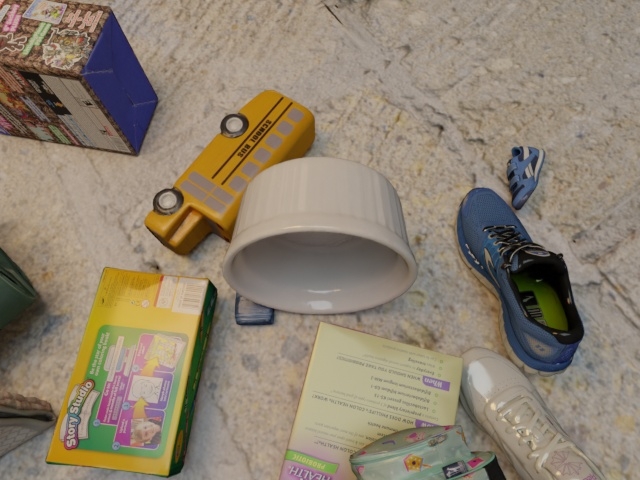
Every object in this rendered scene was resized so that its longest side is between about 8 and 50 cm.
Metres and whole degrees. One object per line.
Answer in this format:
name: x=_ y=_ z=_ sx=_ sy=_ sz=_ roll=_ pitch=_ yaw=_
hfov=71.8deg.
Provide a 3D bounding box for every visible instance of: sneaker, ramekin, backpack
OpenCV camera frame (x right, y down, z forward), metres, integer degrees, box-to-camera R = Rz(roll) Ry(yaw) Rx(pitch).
sneaker: x=0.314 y=0.280 z=0.621 sx=0.114 sy=0.152 sz=0.305 roll=-30 pitch=71 yaw=-10
sneaker: x=0.372 y=-0.119 z=0.824 sx=0.059 sy=0.053 sz=0.144 roll=22 pitch=63 yaw=7
ramekin: x=0.000 y=0.000 z=0.666 sx=0.278 sy=0.277 sz=0.135 roll=1 pitch=60 yaw=0
backpack: x=0.098 y=0.289 z=0.484 sx=0.189 sy=0.166 sz=0.144 roll=-23 pitch=70 yaw=-12
sneaker: x=0.322 y=0.035 z=0.703 sx=0.130 sy=0.147 sz=0.329 roll=-12 pitch=56 yaw=-5

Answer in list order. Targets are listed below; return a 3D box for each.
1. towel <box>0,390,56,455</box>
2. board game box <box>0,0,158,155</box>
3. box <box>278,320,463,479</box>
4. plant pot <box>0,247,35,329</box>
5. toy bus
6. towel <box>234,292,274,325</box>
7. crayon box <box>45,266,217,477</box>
towel: x=-0.549 y=0.287 z=0.523 sx=0.317 sy=0.331 sz=0.053 roll=-35 pitch=67 yaw=-13
board game box: x=-0.486 y=-0.292 z=0.791 sx=0.291 sy=0.232 sz=0.141 roll=10 pitch=69 yaw=3
box: x=0.071 y=0.268 z=0.644 sx=0.214 sy=0.117 sz=0.242 roll=13 pitch=69 yaw=5
plant pot: x=-0.635 y=0.098 z=0.613 sx=0.341 sy=0.341 sz=0.334 roll=43 pitch=67 yaw=14
toy bus: x=-0.153 y=-0.113 z=0.792 sx=0.130 sy=0.108 sz=0.332 roll=32 pitch=72 yaw=9
towel: x=-0.112 y=0.085 z=0.758 sx=0.067 sy=0.029 sz=0.119 roll=-1 pitch=70 yaw=-1
crayon box: x=-0.266 y=0.188 z=0.660 sx=0.166 sy=0.081 sz=0.278 roll=7 pitch=69 yaw=1
